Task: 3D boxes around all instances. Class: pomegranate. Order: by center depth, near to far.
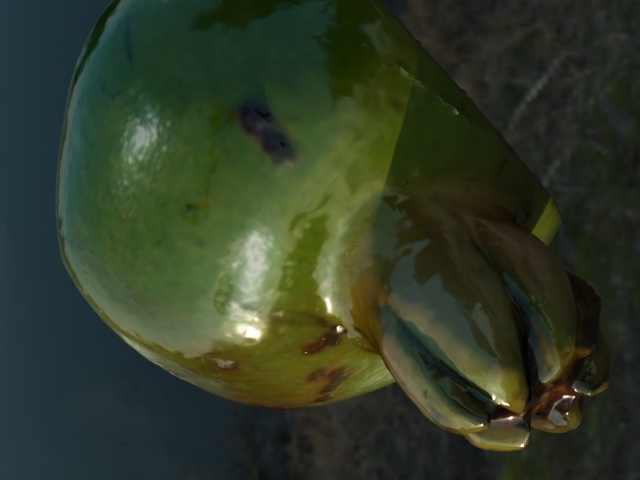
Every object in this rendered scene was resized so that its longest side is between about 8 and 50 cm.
[{"bbox_3d":[0.000,0.000,0.637,0.241,0.190,0.159,44,91,13],"label":"pomegranate"}]
